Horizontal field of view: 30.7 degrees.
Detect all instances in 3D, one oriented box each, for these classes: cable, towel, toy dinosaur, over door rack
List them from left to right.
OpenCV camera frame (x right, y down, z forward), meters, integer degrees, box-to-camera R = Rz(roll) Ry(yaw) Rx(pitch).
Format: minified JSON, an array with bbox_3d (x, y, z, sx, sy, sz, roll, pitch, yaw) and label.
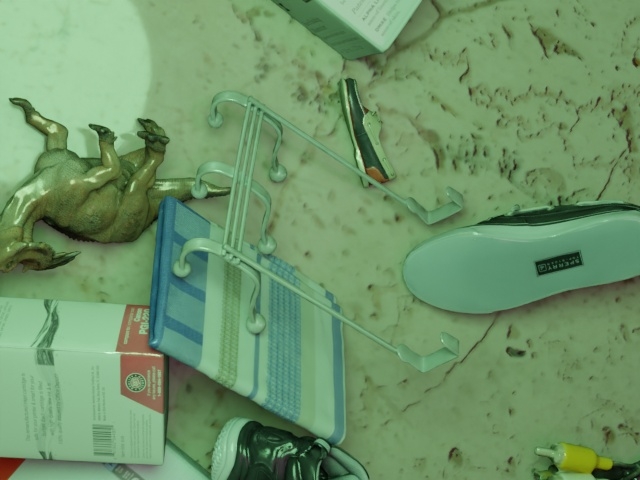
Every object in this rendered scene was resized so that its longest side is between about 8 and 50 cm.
[{"bbox_3d":[-0.255,-0.037,1.289,0.296,0.127,0.200,5,105,-36],"label":"toy dinosaur"},{"bbox_3d":[-0.075,0.091,1.282,0.034,0.209,0.285,-32,132,31],"label":"towel"},{"bbox_3d":[0.000,0.000,1.294,0.324,0.108,0.239,24,48,-20],"label":"over door rack"},{"bbox_3d":[0.396,0.316,1.510,0.287,0.072,0.139,-3,101,-15],"label":"cable"}]

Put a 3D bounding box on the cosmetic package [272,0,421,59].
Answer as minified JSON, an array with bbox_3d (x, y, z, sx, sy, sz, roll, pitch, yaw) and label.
[{"bbox_3d":[0.024,-0.321,1.320,0.184,0.151,0.151,35,86,-14],"label":"cosmetic package"}]

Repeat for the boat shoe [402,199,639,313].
[{"bbox_3d":[0.254,0.006,1.430,0.306,0.105,0.113,-15,110,11],"label":"boat shoe"}]

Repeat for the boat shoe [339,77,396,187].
[{"bbox_3d":[0.055,-0.131,1.395,0.043,0.049,0.137,-16,105,0],"label":"boat shoe"}]

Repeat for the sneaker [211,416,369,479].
[{"bbox_3d":[-0.019,0.315,1.301,0.153,0.101,0.268,1,124,25],"label":"sneaker"}]

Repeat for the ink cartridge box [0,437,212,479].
[{"bbox_3d":[-0.327,0.301,1.310,0.385,0.091,0.308,42,83,-15],"label":"ink cartridge box"}]

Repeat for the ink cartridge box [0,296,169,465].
[{"bbox_3d":[-0.270,0.148,1.226,0.218,0.092,0.158,3,123,-4],"label":"ink cartridge box"}]
